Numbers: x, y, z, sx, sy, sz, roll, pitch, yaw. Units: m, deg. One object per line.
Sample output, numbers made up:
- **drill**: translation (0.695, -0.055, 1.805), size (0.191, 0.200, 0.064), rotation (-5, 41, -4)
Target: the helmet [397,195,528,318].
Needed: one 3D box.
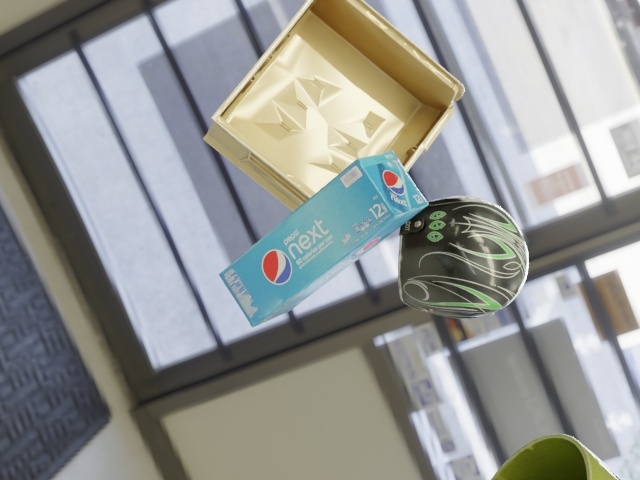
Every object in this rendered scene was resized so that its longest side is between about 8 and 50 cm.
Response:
- **helmet**: translation (0.188, 0.022, 1.616), size (0.169, 0.162, 0.169), rotation (4, 90, -78)

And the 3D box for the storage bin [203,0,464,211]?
- **storage bin**: translation (0.021, -0.169, 1.702), size (0.260, 0.262, 0.123), rotation (39, -16, -7)

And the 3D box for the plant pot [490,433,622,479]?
- **plant pot**: translation (0.392, 0.461, 1.749), size (0.293, 0.275, 0.275), rotation (32, 33, -16)

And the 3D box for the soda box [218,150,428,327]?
- **soda box**: translation (0.000, 0.000, 1.220), size (0.067, 0.210, 0.071), rotation (58, 33, 8)
